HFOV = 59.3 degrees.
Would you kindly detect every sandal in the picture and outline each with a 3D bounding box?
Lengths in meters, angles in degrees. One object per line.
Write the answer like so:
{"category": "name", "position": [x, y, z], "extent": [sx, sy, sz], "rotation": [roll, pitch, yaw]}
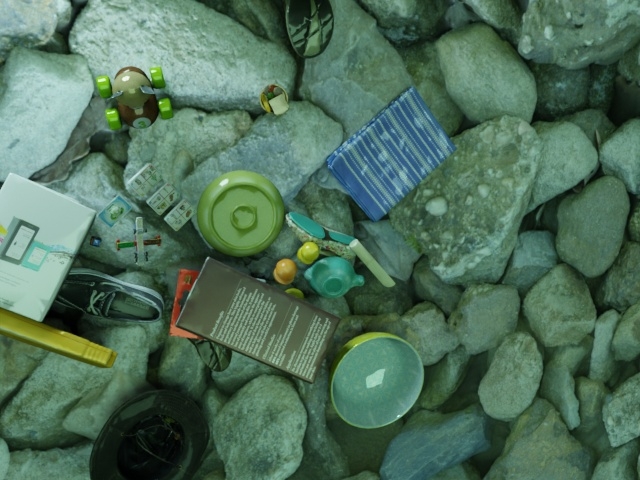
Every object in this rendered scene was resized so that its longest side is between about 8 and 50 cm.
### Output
{"category": "sandal", "position": [-0.331, 0.269, 1.560], "extent": [0.219, 0.060, 0.090], "rotation": [44, 75, -7]}
{"category": "sandal", "position": [-0.045, -0.608, 1.409], "extent": [0.120, 0.086, 0.303], "rotation": [-14, 93, -7]}

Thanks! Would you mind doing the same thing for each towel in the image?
{"category": "towel", "position": [0.205, -0.240, 1.594], "extent": [0.336, 0.040, 0.243], "rotation": [-42, 112, -3]}

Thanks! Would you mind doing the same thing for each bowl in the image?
{"category": "bowl", "position": [0.144, 0.390, 1.674], "extent": [0.289, 0.156, 0.290], "rotation": [-4, 105, -16]}

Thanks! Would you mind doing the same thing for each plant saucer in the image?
{"category": "plant saucer", "position": [-0.210, -0.067, 1.518], "extent": [0.240, 0.037, 0.241], "rotation": [-4, 105, -16]}

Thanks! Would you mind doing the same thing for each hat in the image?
{"category": "hat", "position": [-0.481, 0.560, 1.549], "extent": [0.331, 0.134, 0.331], "rotation": [-2, 94, -32]}

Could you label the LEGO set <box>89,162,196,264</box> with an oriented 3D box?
{"category": "LEGO set", "position": [-0.466, -0.052, 1.436], "extent": [0.244, 0.060, 0.182], "rotation": [-49, 124, -14]}

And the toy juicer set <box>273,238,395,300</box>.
{"category": "toy juicer set", "position": [0.023, 0.077, 1.569], "extent": [0.328, 0.089, 0.209], "rotation": [-18, 119, 4]}

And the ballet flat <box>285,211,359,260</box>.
{"category": "ballet flat", "position": [0.000, 0.000, 1.576], "extent": [0.241, 0.091, 0.077], "rotation": [23, 118, -17]}

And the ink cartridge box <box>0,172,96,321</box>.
{"category": "ink cartridge box", "position": [-0.665, 0.018, 1.286], "extent": [0.197, 0.198, 0.270], "rotation": [27, 77, -19]}

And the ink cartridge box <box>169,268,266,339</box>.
{"category": "ink cartridge box", "position": [-0.276, 0.183, 1.526], "extent": [0.232, 0.066, 0.189], "rotation": [11, 82, -22]}

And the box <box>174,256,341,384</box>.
{"category": "box", "position": [-0.162, 0.208, 1.457], "extent": [0.381, 0.143, 0.191], "rotation": [26, 80, -10]}

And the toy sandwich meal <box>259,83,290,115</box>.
{"category": "toy sandwich meal", "position": [-0.119, -0.368, 1.471], "extent": [0.085, 0.029, 0.086], "rotation": [-4, 105, -15]}

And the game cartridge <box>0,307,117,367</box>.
{"category": "game cartridge", "position": [-0.658, 0.230, 1.342], "extent": [0.323, 0.285, 0.053], "rotation": [25, 69, -21]}

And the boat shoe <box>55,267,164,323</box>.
{"category": "boat shoe", "position": [-0.553, 0.152, 1.439], "extent": [0.301, 0.102, 0.108], "rotation": [20, 98, -20]}

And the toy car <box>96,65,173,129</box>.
{"category": "toy car", "position": [-0.432, -0.331, 1.304], "extent": [0.155, 0.188, 0.149], "rotation": [-15, 107, -12]}
